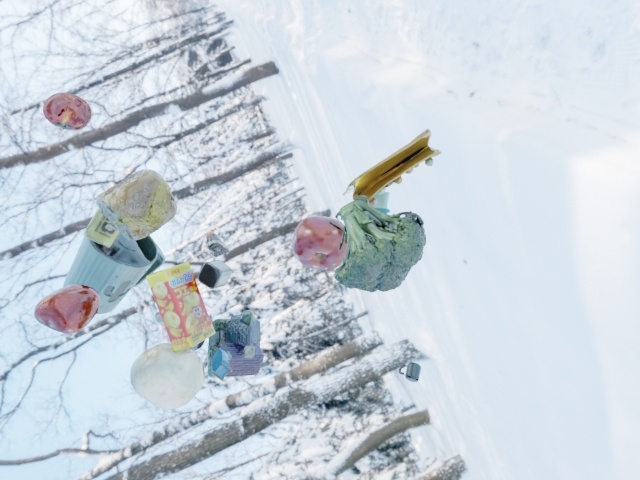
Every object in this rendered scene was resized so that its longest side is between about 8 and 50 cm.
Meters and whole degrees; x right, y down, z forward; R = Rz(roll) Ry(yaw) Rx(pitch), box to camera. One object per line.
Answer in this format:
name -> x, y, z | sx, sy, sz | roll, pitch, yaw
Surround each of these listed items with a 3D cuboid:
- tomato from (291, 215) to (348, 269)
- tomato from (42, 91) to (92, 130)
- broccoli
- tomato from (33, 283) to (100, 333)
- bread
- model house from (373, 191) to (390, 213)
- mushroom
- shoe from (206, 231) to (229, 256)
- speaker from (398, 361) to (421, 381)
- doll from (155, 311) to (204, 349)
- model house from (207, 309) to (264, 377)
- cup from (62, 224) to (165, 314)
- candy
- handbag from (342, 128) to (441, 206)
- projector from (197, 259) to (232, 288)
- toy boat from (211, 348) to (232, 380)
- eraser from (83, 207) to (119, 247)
tomato -> 0.000, 0.000, 2.058 | 0.299, 0.298, 0.227 | 69, -154, -48
tomato -> -0.951, -0.476, 1.574 | 0.091, 0.159, 0.139 | 148, 129, -69
broccoli -> 0.147, 0.020, 1.218 | 0.284, 0.303, 0.321 | 58, 148, 6
tomato -> -0.814, 0.202, 1.341 | 0.174, 0.166, 0.082 | -63, 0, -43
bread -> -0.627, -0.113, 1.434 | 0.176, 0.246, 0.196 | 20, 142, 45
model house -> 0.253, -0.152, 1.943 | 0.100, 0.126, 0.149 | 147, 126, -76
mushroom -> -0.535, 0.455, 1.477 | 0.234, 0.253, 0.260 | -96, 23, -55
shoe -> -0.456, 0.016, 1.825 | 0.194, 0.074, 0.077 | 94, 153, -75
speaker -> 0.382, 0.561, 1.782 | 0.060, 0.094, 0.076 | 69, -145, -49
doll -> -0.638, 0.419, 1.932 | 0.228, 0.154, 0.259 | 35, 148, 24
model house -> -0.407, 0.509, 2.037 | 0.280, 0.245, 0.313 | 141, 133, -57
cup -> -0.952, 0.134, 1.952 | 0.400, 0.392, 0.310 | 26, -154, -35
candy -> -0.474, 0.224, 1.416 | 0.146, 0.087, 0.276 | -20, -90, -68
handbag -> 0.287, -0.277, 1.706 | 0.133, 0.400, 0.283 | 55, 178, -5
projector -> -0.386, 0.124, 1.517 | 0.083, 0.083, 0.082 | 30, -171, 12
toy boat -> -0.386, 0.493, 1.665 | 0.077, 0.075, 0.185 | 43, 178, -20
eraser -> -0.872, -0.069, 1.697 | 0.117, 0.172, 0.058 | 31, -173, -27
